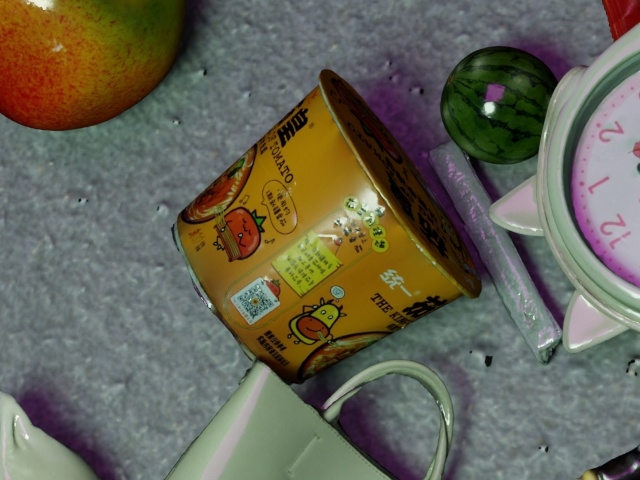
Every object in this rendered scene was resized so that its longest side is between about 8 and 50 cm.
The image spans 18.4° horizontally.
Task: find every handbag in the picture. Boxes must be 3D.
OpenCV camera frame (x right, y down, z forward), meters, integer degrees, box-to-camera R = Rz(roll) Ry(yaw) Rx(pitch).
[{"bbox_3d":[-0.008,0.224,1.478,0.241,0.109,0.315,42,87,-8],"label":"handbag"}]

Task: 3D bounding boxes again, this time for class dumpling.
[{"bbox_3d":[-0.235,0.236,1.573,0.151,0.124,0.229,-39,67,42],"label":"dumpling"}]

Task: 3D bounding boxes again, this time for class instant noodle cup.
[{"bbox_3d":[0.000,0.000,1.543,0.172,0.216,0.216,-35,64,12],"label":"instant noodle cup"}]

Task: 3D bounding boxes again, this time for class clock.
[{"bbox_3d":[0.298,-0.047,1.511,0.324,0.108,0.265,-29,70,6],"label":"clock"}]

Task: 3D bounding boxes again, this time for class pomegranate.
[{"bbox_3d":[-0.206,-0.209,1.656,0.256,0.221,0.221,-19,62,42],"label":"pomegranate"}]

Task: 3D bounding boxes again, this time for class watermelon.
[{"bbox_3d":[0.150,-0.109,1.591,0.109,0.109,0.109,-5,69,14],"label":"watermelon"}]

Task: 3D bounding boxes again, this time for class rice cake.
[{"bbox_3d":[0.141,0.006,1.586,0.033,0.033,0.208,-28,66,4],"label":"rice cake"}]

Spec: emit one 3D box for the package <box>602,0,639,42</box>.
[{"bbox_3d":[0.331,-0.204,1.613,0.200,0.022,0.083,-18,66,11],"label":"package"}]

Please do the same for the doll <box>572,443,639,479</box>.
[{"bbox_3d":[0.290,0.143,1.428,0.316,0.145,0.103,-36,20,8],"label":"doll"}]
